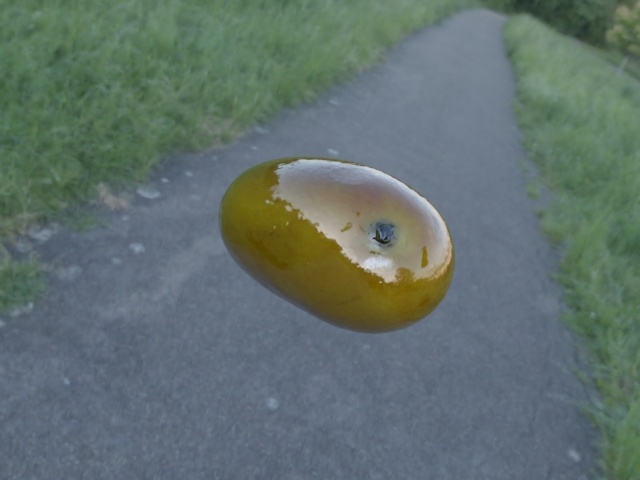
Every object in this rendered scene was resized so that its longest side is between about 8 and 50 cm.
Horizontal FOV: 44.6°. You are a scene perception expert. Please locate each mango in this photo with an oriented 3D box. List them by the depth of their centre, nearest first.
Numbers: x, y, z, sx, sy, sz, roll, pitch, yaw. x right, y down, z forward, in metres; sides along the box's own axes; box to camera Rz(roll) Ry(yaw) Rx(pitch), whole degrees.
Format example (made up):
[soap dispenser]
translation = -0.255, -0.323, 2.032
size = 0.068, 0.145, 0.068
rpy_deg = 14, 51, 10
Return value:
[mango]
translation = -0.001, -0.003, 0.703
size = 0.255, 0.139, 0.175
rpy_deg = 16, -22, 39
